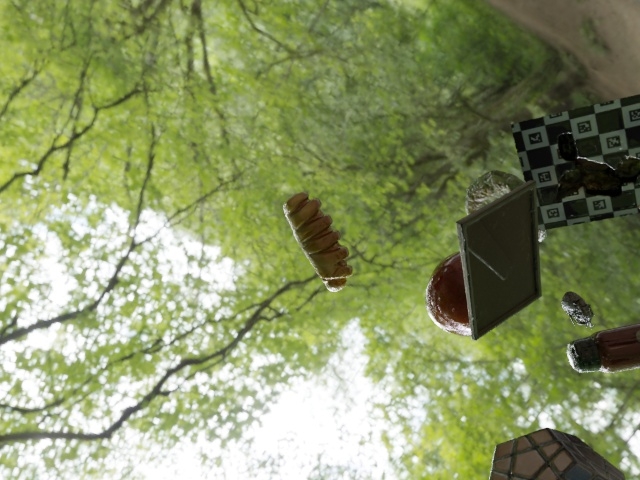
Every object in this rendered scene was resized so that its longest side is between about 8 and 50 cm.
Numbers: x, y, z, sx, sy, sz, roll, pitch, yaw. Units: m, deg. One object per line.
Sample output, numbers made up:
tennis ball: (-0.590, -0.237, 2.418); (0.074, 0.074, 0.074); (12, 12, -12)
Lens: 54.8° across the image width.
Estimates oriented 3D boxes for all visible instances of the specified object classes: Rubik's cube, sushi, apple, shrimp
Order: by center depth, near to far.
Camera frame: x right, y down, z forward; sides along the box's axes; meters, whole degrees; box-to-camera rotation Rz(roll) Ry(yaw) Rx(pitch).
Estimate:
Rubik's cube: (0.491, 0.556, 1.297); (0.319, 0.319, 0.264); (29, 164, 1)
shrimp: (0.706, 0.197, 1.681); (0.165, 0.065, 0.056); (48, 149, -20)
sushi: (0.741, -0.218, 1.715); (0.359, 0.343, 0.064); (65, -152, -28)
apple: (0.442, 0.158, 1.867); (0.216, 0.260, 0.260); (29, -164, 31)

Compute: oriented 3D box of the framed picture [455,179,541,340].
framed picture: (0.439, 0.053, 1.491); (0.247, 0.335, 0.022); (-28, -149, -23)

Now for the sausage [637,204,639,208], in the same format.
sausage: (0.888, -0.039, 1.447); (0.302, 0.076, 0.103); (31, -133, 13)

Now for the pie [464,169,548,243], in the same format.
pie: (0.582, -0.087, 1.953); (0.302, 0.302, 0.067); (38, -122, 26)

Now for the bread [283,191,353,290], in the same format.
bread: (0.000, 0.000, 1.818); (0.311, 0.121, 0.173); (61, 179, -5)

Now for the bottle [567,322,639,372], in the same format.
bottle: (0.963, 0.339, 1.964); (0.336, 0.144, 0.144); (-11, -163, 9)
